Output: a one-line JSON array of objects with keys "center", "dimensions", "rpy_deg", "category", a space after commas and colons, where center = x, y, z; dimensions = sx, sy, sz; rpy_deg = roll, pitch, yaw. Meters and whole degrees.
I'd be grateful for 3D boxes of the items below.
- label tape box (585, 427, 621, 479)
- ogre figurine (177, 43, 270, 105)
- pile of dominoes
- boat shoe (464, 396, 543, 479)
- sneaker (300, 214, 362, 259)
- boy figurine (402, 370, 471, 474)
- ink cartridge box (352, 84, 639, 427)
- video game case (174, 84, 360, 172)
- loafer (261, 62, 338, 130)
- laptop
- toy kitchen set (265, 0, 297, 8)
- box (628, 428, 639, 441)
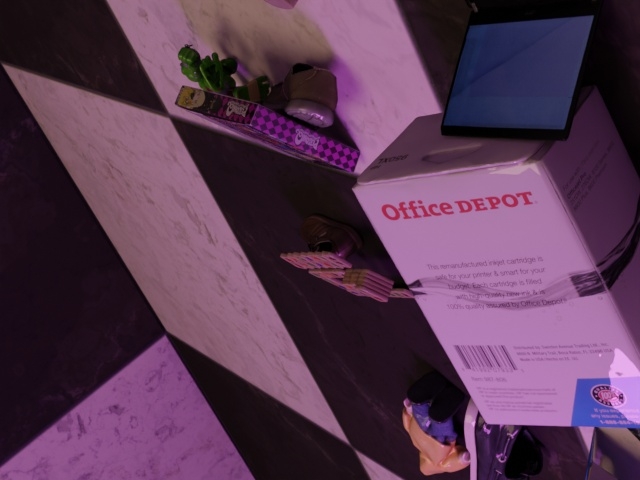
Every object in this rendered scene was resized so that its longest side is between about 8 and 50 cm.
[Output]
[{"center": [0.436, 0.496, 1.923], "dimensions": [0.106, 0.334, 0.241], "rpy_deg": [11, 138, 14], "category": "label tape box"}, {"center": [-0.168, -0.266, 2.122], "dimensions": [0.197, 0.097, 0.118], "rpy_deg": [11, -178, -25], "category": "ogre figurine"}, {"center": [0.038, 0.075, 2.234], "dimensions": [0.196, 0.040, 0.251], "rpy_deg": [25, 168, -22], "category": "pile of dominoes"}, {"center": [0.327, 0.368, 2.154], "dimensions": [0.113, 0.127, 0.340], "rpy_deg": [13, 141, 24], "category": "boat shoe"}, {"center": [0.000, 0.000, 2.273], "dimensions": [0.066, 0.071, 0.188], "rpy_deg": [58, 158, -19], "category": "sneaker"}, {"center": [0.231, 0.377, 2.408], "dimensions": [0.177, 0.092, 0.285], "rpy_deg": [38, 157, 32], "category": "boy figurine"}, {"center": [0.264, 0.031, 1.525], "dimensions": [0.285, 0.166, 0.395], "rpy_deg": [-6, 123, 45], "category": "ink cartridge box"}, {"center": [-0.084, -0.178, 1.995], "dimensions": [0.232, 0.042, 0.210], "rpy_deg": [22, 179, -42], "category": "video game case"}, {"center": [-0.021, -0.225, 1.938], "dimensions": [0.094, 0.087, 0.251], "rpy_deg": [21, 180, -19], "category": "loafer"}, {"center": [0.176, -0.256, 1.358], "dimensions": [0.264, 0.136, 0.234], "rpy_deg": [56, 159, -23], "category": "laptop"}, {"center": [-0.074, -0.431, 1.675], "dimensions": [0.207, 0.122, 0.166], "rpy_deg": [35, 164, -15], "category": "toy kitchen set"}, {"center": [0.495, 0.244, 1.610], "dimensions": [0.156, 0.093, 0.158], "rpy_deg": [47, 161, 12], "category": "box"}]
